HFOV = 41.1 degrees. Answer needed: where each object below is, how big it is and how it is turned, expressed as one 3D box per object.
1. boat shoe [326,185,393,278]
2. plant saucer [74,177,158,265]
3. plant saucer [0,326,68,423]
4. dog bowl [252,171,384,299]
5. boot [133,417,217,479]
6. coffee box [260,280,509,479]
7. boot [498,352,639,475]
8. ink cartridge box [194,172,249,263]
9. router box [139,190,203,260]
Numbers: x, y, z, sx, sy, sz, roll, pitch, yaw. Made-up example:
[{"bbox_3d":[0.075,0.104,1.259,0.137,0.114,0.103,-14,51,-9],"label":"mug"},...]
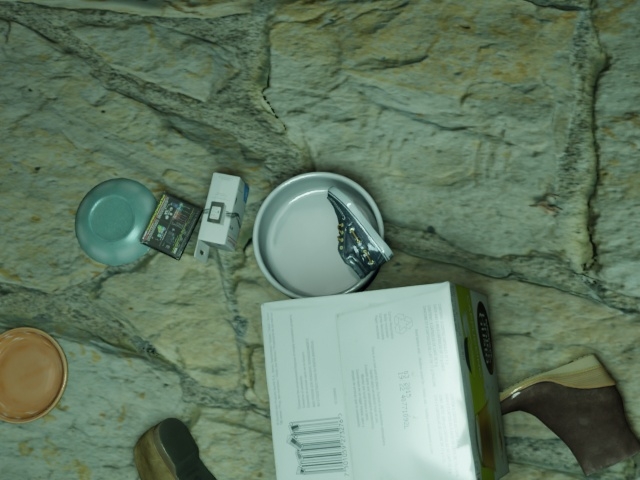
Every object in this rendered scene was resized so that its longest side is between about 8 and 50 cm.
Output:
[{"bbox_3d":[0.053,-0.016,1.642,0.083,0.065,0.183,-39,78,-2],"label":"boat shoe"},{"bbox_3d":[-0.442,-0.044,1.835,0.195,0.037,0.195,-1,79,7],"label":"plant saucer"},{"bbox_3d":[-0.623,0.283,1.798,0.200,0.037,0.200,-1,79,7],"label":"plant saucer"},{"bbox_3d":[0.000,0.000,1.734,0.265,0.104,0.265,-1,79,7],"label":"dog bowl"},{"bbox_3d":[-0.271,0.510,1.696,0.115,0.112,0.305,-32,80,32],"label":"boot"},{"bbox_3d":[0.127,0.269,1.520,0.338,0.334,0.337,-9,79,20],"label":"coffee box"},{"bbox_3d":[0.459,0.347,1.615,0.248,0.090,0.207,-21,76,0],"label":"boot"},{"bbox_3d":[-0.203,-0.039,1.768,0.060,0.104,0.180,11,82,8],"label":"ink cartridge box"},{"bbox_3d":[-0.315,-0.030,1.805,0.092,0.038,0.122,25,83,-4],"label":"router box"}]
